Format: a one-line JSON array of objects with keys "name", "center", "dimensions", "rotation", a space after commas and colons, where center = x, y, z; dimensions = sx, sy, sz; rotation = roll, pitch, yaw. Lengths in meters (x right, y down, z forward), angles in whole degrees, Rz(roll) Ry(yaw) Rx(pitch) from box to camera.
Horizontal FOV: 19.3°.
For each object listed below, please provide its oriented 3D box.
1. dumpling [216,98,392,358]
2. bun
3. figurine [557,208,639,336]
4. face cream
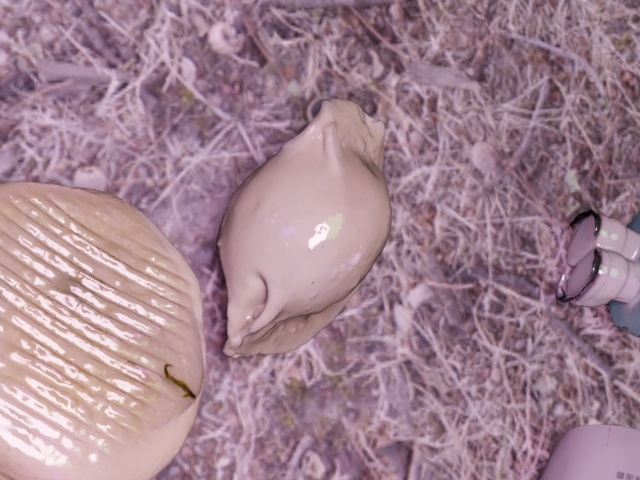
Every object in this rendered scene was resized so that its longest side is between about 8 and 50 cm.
[{"name": "dumpling", "center": [-0.003, 0.001, 1.357], "dimensions": [0.155, 0.181, 0.111], "rotation": [18, 31, -54]}, {"name": "bun", "center": [-0.183, 0.070, 1.232], "dimensions": [0.210, 0.116, 0.237], "rotation": [23, 47, -18]}, {"name": "figurine", "center": [0.314, 0.038, 1.515], "dimensions": [0.245, 0.110, 0.138], "rotation": [19, 54, -17]}, {"name": "face cream", "center": [0.219, 0.204, 1.422], "dimensions": [0.117, 0.117, 0.104], "rotation": [26, 60, -22]}]
